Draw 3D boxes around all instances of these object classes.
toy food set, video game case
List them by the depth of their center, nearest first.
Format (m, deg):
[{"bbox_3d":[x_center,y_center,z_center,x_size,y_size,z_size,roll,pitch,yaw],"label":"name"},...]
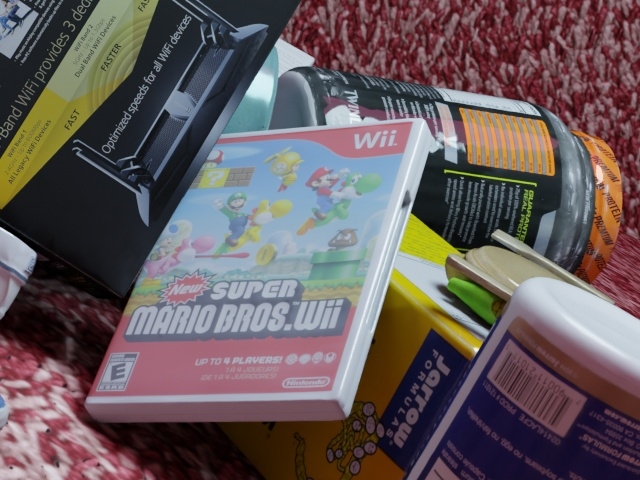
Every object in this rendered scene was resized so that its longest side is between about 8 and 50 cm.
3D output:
[{"bbox_3d":[-0.042,0.019,1.354,0.204,0.285,0.025,-3,-45,24],"label":"video game case"},{"bbox_3d":[0.155,0.046,1.359,0.132,0.038,0.192,33,14,11],"label":"toy food set"}]

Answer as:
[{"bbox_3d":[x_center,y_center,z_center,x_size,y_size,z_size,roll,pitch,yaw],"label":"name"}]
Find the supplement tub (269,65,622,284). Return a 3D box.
[{"bbox_3d":[0.109,-0.047,1.754,0.338,0.207,0.207,8,20,-22],"label":"supplement tub"}]

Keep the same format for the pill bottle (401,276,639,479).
[{"bbox_3d":[0.136,0.171,1.205,0.153,0.264,0.153,28,13,-7],"label":"pill bottle"}]

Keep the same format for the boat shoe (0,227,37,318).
[{"bbox_3d":[-0.337,-0.017,1.320,0.258,0.084,0.095,29,-12,-8],"label":"boat shoe"}]

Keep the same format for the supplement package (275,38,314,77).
[{"bbox_3d":[-0.128,-0.118,1.871,0.134,0.139,0.244,30,39,4],"label":"supplement package"}]

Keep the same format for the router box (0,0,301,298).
[{"bbox_3d":[-0.185,-0.145,1.399,0.243,0.309,0.081,35,-14,-18],"label":"router box"}]

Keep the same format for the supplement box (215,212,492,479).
[{"bbox_3d":[0.043,0.101,1.445,0.194,0.195,0.356,18,15,-40],"label":"supplement box"}]

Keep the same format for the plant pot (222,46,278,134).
[{"bbox_3d":[-0.182,-0.125,1.576,0.255,0.271,0.271,15,15,-14],"label":"plant pot"}]

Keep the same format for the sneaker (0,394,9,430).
[{"bbox_3d":[-0.286,0.055,1.156,0.211,0.081,0.080,33,11,10],"label":"sneaker"}]
